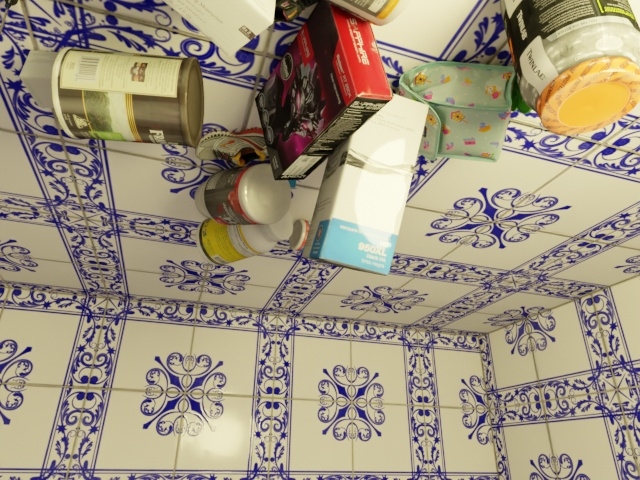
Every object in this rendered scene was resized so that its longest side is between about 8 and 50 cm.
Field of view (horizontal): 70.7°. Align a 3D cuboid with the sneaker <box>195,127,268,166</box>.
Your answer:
[{"bbox_3d":[-0.253,-0.258,1.280,0.225,0.092,0.088,-6,153,14],"label":"sneaker"}]

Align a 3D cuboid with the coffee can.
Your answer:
[{"bbox_3d":[-0.423,-0.324,1.031,0.276,0.201,0.201,3,154,-4],"label":"coffee can"}]

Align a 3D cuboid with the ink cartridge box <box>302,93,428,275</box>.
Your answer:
[{"bbox_3d":[0.096,-0.129,1.096,0.166,0.394,0.285,15,177,-9],"label":"ink cartridge box"}]

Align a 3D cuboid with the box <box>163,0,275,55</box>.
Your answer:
[{"bbox_3d":[-0.177,-0.460,0.770,0.119,0.181,0.181,-19,147,35],"label":"box"}]

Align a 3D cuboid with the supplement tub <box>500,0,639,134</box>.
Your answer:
[{"bbox_3d":[0.443,-0.360,0.804,0.194,0.315,0.193,1,153,1],"label":"supplement tub"}]

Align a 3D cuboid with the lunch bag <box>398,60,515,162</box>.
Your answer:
[{"bbox_3d":[0.318,-0.308,1.099,0.263,0.160,0.223,8,159,16],"label":"lunch bag"}]

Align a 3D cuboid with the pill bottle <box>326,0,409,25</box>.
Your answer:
[{"bbox_3d":[0.021,-0.483,0.738,0.279,0.162,0.162,14,151,-25],"label":"pill bottle"}]

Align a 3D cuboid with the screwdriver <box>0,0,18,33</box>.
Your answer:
[{"bbox_3d":[-0.655,-0.475,0.934,0.170,0.024,0.025,-20,176,39],"label":"screwdriver"}]

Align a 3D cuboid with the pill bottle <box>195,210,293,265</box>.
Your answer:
[{"bbox_3d":[-0.273,-0.031,1.632,0.334,0.187,0.188,-16,149,30],"label":"pill bottle"}]

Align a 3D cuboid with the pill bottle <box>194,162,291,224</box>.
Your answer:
[{"bbox_3d":[-0.252,-0.134,1.384,0.176,0.176,0.319,26,164,-40],"label":"pill bottle"}]

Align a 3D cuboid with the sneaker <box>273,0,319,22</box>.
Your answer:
[{"bbox_3d":[-0.048,-0.463,0.877,0.178,0.077,0.072,-14,151,25],"label":"sneaker"}]

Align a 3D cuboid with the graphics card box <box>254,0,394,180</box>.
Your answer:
[{"bbox_3d":[-0.015,-0.308,0.978,0.094,0.232,0.371,-7,167,-32],"label":"graphics card box"}]

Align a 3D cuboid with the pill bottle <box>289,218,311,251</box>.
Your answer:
[{"bbox_3d":[0.000,0.000,1.760,0.222,0.124,0.124,14,151,-27],"label":"pill bottle"}]

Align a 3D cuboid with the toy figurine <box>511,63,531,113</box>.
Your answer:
[{"bbox_3d":[0.536,-0.367,1.042,0.159,0.130,0.173,-12,174,4],"label":"toy figurine"}]

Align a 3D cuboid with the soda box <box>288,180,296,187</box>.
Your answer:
[{"bbox_3d":[-0.104,-0.241,1.339,0.071,0.067,0.210,3,153,-4],"label":"soda box"}]

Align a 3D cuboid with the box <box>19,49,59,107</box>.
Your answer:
[{"bbox_3d":[-0.621,-0.375,1.059,0.102,0.087,0.101,3,153,-5],"label":"box"}]
